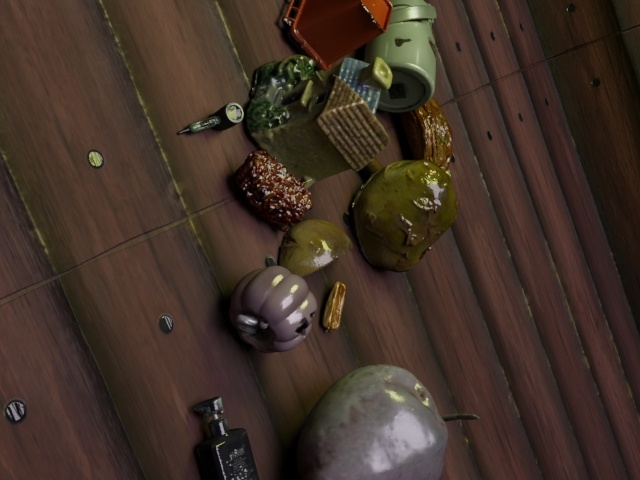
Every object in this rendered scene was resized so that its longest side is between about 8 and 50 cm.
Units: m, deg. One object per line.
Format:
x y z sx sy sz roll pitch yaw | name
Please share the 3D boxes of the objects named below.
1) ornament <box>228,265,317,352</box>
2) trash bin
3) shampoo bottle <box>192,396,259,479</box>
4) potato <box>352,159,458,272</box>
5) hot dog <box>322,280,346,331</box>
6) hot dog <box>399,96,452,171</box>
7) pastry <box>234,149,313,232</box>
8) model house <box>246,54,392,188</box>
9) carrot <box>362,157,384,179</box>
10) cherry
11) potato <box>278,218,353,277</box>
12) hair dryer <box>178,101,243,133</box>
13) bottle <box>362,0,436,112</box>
-0.101 0.144 1.542 0.178 0.178 0.177 21 62 -46 | ornament
0.043 -0.559 1.902 0.184 0.239 0.161 41 49 -33 | trash bin
-0.166 0.448 1.438 0.098 0.071 0.309 -14 89 -51 | shampoo bottle
0.232 -0.071 1.953 0.247 0.196 0.299 31 73 -27 | potato
0.030 0.157 1.811 0.056 0.041 0.133 34 61 -39 | hot dog
0.314 -0.308 2.250 0.196 0.122 0.272 -8 82 -63 | hot dog
-0.107 -0.108 1.679 0.208 0.097 0.115 39 44 -38 | pastry
0.016 -0.318 1.773 0.261 0.266 0.321 47 45 -36 | model house
0.164 -0.162 2.063 0.342 0.070 0.070 46 46 -25 | carrot
0.108 0.425 1.613 0.335 0.291 0.326 11 86 -34 | cherry
0.003 -0.001 1.776 0.261 0.100 0.120 -30 102 -51 | potato
-0.237 -0.244 1.604 0.150 0.071 0.047 -28 96 -34 | hair dryer
0.226 -0.564 2.151 0.229 0.229 0.351 34 53 -40 | bottle
